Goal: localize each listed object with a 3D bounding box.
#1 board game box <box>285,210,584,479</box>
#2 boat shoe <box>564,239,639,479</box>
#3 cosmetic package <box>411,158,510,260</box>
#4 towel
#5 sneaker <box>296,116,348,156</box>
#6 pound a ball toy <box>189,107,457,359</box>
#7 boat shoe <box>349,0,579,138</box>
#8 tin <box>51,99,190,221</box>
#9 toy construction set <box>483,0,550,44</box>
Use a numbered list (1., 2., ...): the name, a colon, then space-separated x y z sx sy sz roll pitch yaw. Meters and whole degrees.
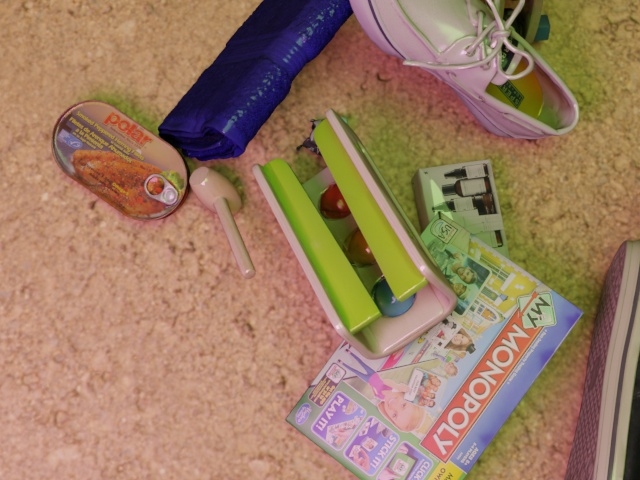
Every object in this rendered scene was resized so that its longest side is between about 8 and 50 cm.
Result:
1. board game box: 0.136 0.153 1.262 0.213 0.046 0.317 36 88 14
2. boat shoe: 0.387 0.241 1.248 0.156 0.187 0.500 15 71 4
3. cosmetic package: 0.187 0.022 1.338 0.098 0.060 0.239 -9 79 -6
4. towel: -0.057 -0.226 1.302 0.076 0.227 0.308 43 75 -24
5. sneaker: 0.003 -0.114 1.366 0.069 0.038 0.098 -1 68 -4
6. pound a ball toy: 0.000 0.000 1.251 0.208 0.136 0.319 -36 54 9
7. boat shoe: 0.195 -0.229 1.254 0.367 0.156 0.136 38 78 -35
8. tin: -0.250 -0.101 1.322 0.189 0.040 0.106 35 97 6
9. toy construction set: 0.211 -0.411 1.348 0.308 0.237 0.258 15 76 -1
